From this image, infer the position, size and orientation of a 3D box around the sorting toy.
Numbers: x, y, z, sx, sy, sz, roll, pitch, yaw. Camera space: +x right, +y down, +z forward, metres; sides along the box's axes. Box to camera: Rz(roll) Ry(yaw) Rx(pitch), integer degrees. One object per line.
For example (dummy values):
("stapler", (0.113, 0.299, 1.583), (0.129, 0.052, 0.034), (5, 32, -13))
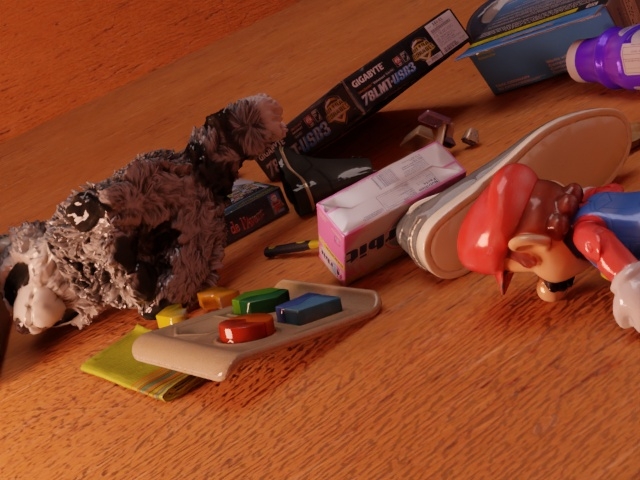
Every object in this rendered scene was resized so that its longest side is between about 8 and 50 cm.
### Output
("sorting toy", (-0.105, 0.089, 1.458), (0.229, 0.041, 0.307), (-22, 16, -34))

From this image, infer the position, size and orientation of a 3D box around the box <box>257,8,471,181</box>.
("box", (0.065, -0.236, 2.032), (0.293, 0.073, 0.295), (-36, 1, -37))

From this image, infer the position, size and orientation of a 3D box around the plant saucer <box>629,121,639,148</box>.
("plant saucer", (0.391, -0.131, 1.608), (0.083, 0.015, 0.083), (-20, 18, 7))

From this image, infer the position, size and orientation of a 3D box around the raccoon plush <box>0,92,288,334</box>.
("raccoon plush", (-0.257, -0.020, 1.745), (0.299, 0.216, 0.446), (-10, 19, 46))

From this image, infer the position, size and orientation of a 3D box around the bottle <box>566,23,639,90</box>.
("bottle", (0.475, -0.264, 1.762), (0.118, 0.092, 0.283), (-25, 17, -30))

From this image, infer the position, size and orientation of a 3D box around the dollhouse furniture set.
("dollhouse furniture set", (0.169, -0.127, 1.857), (0.114, 0.091, 0.081), (147, 140, -65))

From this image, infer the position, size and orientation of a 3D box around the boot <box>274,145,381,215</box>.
("boot", (0.010, -0.106, 1.894), (0.137, 0.076, 0.198), (-19, 31, -5))

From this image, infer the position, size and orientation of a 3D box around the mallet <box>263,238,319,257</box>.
("mallet", (0.000, 0.000, 1.654), (0.062, 0.039, 0.190), (-37, 20, -35))

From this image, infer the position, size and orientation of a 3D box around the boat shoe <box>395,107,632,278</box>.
("boat shoe", (0.227, -0.069, 1.466), (0.319, 0.116, 0.099), (-33, 25, -16))

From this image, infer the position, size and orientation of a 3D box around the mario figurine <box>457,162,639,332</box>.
("mario figurine", (0.291, 0.014, 1.221), (0.321, 0.170, 0.198), (0, -9, 27))

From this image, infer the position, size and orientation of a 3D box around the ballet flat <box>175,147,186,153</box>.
("ballet flat", (-0.252, -0.089, 2.080), (0.106, 0.107, 0.316), (11, 36, 36))

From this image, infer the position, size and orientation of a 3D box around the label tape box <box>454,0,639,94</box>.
("label tape box", (0.385, -0.333, 2.020), (0.241, 0.105, 0.333), (-15, 19, 30))

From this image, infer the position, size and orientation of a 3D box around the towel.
("towel", (-0.203, 0.144, 1.493), (0.102, 0.021, 0.237), (-31, 20, -29))

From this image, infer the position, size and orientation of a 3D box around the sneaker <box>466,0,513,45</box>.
("sneaker", (0.416, -0.422, 2.222), (0.319, 0.112, 0.131), (-21, 9, 6))

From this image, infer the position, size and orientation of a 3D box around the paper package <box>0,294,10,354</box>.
("paper package", (-0.574, 0.051, 1.710), (0.168, 0.309, 0.325), (-23, 20, -2))

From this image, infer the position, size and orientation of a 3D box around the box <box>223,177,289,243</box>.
("box", (-0.183, -0.021, 1.893), (0.233, 0.044, 0.159), (-29, 20, -21))

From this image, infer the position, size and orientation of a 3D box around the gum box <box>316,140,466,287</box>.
("gum box", (0.091, -0.034, 1.505), (0.188, 0.107, 0.062), (-28, 57, -17))
